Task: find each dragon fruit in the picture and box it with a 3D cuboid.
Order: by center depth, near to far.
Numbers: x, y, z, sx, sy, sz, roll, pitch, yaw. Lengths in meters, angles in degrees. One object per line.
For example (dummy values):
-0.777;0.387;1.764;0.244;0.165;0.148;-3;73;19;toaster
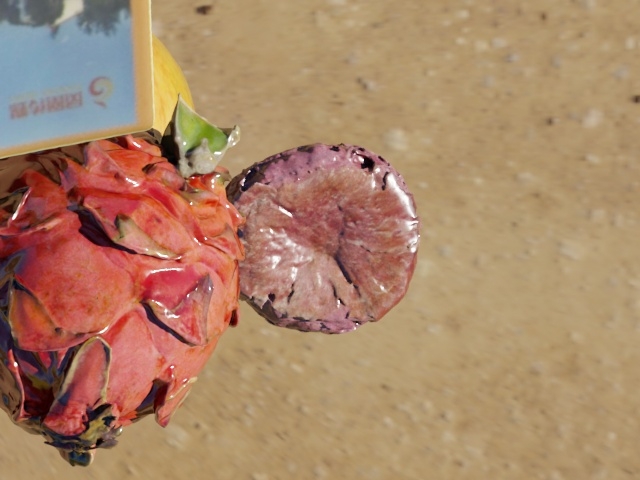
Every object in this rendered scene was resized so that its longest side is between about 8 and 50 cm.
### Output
-0.131;0.019;1.109;0.172;0.172;0.210;30;71;-17;dragon fruit

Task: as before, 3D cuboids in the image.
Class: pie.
0.000;0.000;1.394;0.153;0.038;0.154;-2;102;-11;pie

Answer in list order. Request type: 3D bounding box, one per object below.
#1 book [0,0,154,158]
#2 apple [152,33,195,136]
-0.183;-0.178;0.622;0.262;0.028;0.374;-13;125;-22;book
-0.250;-0.073;1.579;0.275;0.299;0.299;32;84;15;apple
